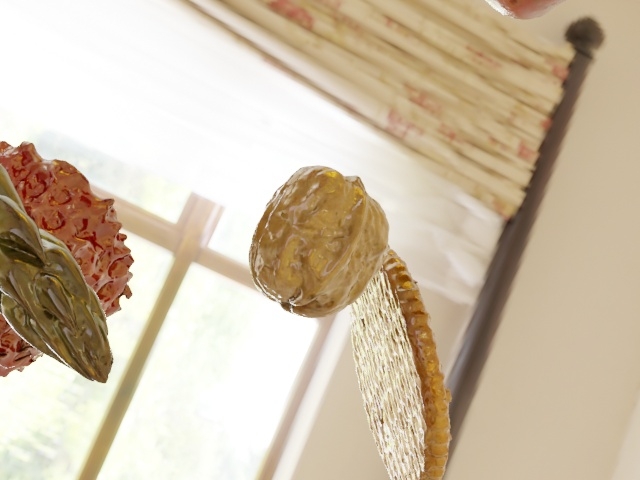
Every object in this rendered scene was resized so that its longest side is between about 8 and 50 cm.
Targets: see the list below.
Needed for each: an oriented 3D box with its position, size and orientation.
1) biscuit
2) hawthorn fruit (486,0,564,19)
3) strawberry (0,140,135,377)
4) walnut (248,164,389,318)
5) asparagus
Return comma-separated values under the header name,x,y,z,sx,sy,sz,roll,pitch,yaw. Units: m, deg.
name,x,y,z,sx,sy,sz,roll,pitch,yaw
biscuit,0.076,0.126,1.149,0.254,0.035,0.254,171,-90,-78
hawthorn fruit,0.184,-0.293,1.067,0.189,0.189,0.189,-58,-165,25
strawberry,-0.304,0.031,1.080,0.234,0.234,0.178,-55,-174,33
walnut,0.000,0.000,0.735,0.096,0.079,0.082,-59,-152,-12
asparagus,-0.243,0.002,0.913,0.080,0.287,0.080,-37,159,-17
